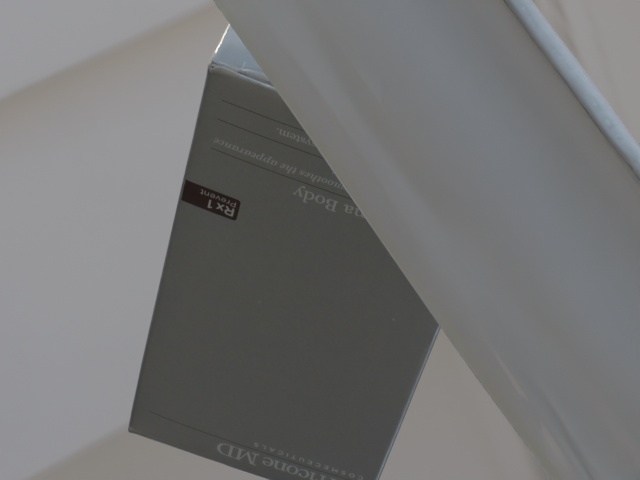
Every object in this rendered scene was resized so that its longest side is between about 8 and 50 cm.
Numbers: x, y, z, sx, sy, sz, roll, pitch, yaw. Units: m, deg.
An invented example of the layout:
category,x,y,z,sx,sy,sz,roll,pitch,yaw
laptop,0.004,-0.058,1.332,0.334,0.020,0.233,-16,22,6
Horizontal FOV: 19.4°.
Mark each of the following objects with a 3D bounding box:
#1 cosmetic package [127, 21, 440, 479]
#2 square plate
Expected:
category,x,y,z,sx,sy,sz,roll,pitch,yaw
cosmetic package,0.000,0.000,0.823,0.127,0.107,0.238,17,-48,2
square plate,0.043,-0.004,0.491,0.344,0.049,0.347,57,3,29
